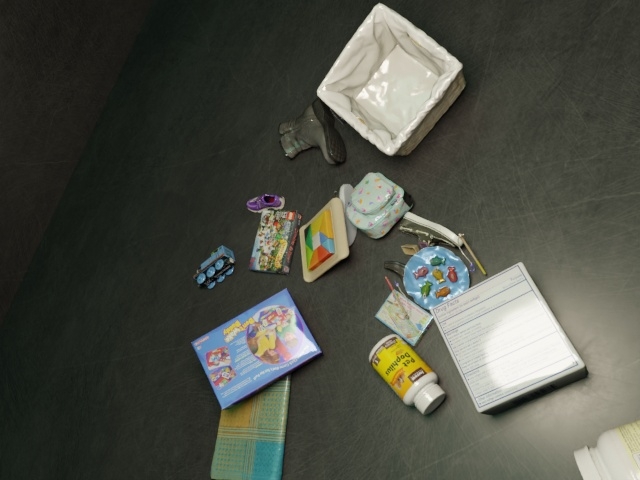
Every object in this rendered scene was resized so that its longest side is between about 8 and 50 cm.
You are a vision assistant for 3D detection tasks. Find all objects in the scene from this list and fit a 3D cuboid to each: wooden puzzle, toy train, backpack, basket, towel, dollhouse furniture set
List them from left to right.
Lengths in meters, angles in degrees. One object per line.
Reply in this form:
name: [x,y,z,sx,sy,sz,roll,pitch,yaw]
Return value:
toy train: [-0.407,0.107,1.898,0.184,0.080,0.105,-36,47,17]
towel: [-0.221,0.590,1.607,0.271,0.040,0.371,-6,67,30]
wooden puzzle: [0.000,0.000,1.654,0.238,0.044,0.221,-37,51,47]
backpack: [0.176,-0.110,1.579,0.188,0.144,0.166,-54,48,10]
basket: [0.231,-0.475,1.545,0.328,0.266,0.331,43,108,14]
dollhouse furniture set: [0.280,0.062,1.495,0.081,0.091,0.114,-40,19,-21]

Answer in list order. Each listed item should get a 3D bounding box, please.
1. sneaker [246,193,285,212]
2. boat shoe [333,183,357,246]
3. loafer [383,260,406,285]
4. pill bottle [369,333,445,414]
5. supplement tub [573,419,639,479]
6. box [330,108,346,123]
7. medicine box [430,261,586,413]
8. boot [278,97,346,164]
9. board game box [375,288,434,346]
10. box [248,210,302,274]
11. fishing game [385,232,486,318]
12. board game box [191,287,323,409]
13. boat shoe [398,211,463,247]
sneaker: [-0.217,-0.154,1.887,0.169,0.071,0.068,-6,68,30]
boat shoe: [0.071,-0.081,1.681,0.076,0.080,0.229,-19,64,46]
loafer: [0.260,0.106,1.492,0.170,0.062,0.061,18,86,37]
pill bottle: [0.240,0.370,1.361,0.117,0.117,0.215,-49,54,5]
supplement tub: [0.705,0.463,0.962,0.324,0.235,0.236,-29,58,19]
box: [0.135,-0.552,1.808,0.207,0.108,0.153,-21,61,23]
medicine box: [0.469,0.250,1.248,0.263,0.149,0.289,-31,57,18]
boot: [-0.039,-0.363,1.851,0.222,0.118,0.338,-31,46,21]
board game box: [0.251,0.229,1.467,0.154,0.026,0.103,36,91,37]
box: [-0.165,0.005,1.806,0.159,0.044,0.233,2,72,33]
fishing game: [0.328,0.112,1.404,0.264,0.041,0.189,-28,83,11]
board game box: [-0.199,0.342,1.565,0.347,0.078,0.233,-29,72,-4]
boat shoe: [0.331,-0.016,1.492,0.219,0.077,0.070,29,87,45]
